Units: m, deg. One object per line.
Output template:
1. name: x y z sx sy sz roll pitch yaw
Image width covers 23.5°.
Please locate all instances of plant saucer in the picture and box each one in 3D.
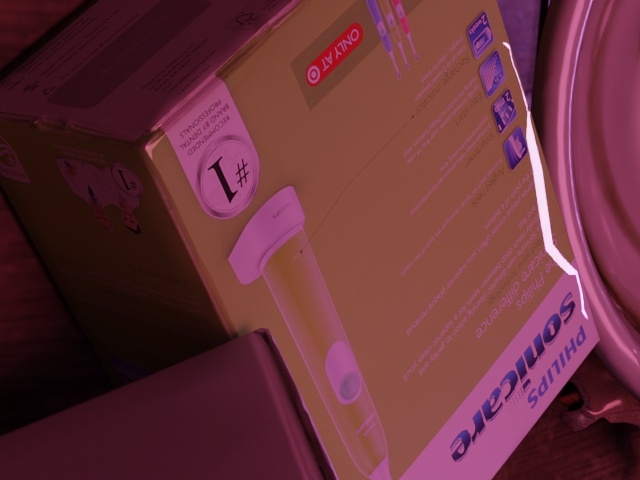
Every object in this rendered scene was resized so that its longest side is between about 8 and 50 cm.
1. plant saucer: 0.275 -0.076 0.915 0.400 0.100 0.400 -4 99 -26

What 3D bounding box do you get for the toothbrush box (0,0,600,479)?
1. toothbrush box: 0.000 0.000 0.707 0.206 0.122 0.283 -47 130 -30

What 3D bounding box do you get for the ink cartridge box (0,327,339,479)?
1. ink cartridge box: -0.061 0.219 0.617 0.223 0.129 0.307 -23 123 -3

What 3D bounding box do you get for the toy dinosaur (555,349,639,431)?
1. toy dinosaur: 0.274 0.101 1.057 0.200 0.127 0.295 63 25 9
